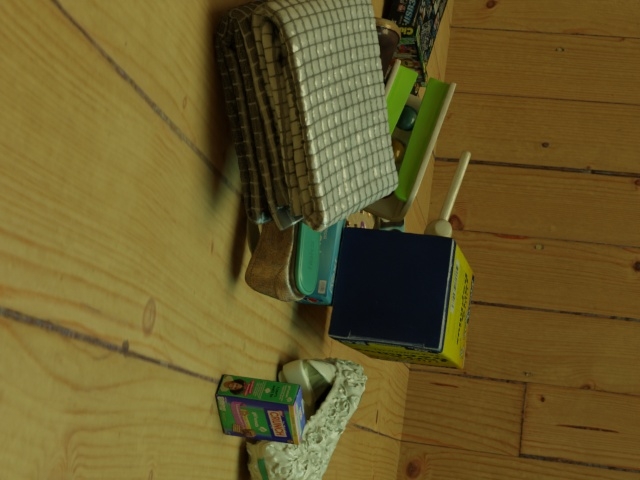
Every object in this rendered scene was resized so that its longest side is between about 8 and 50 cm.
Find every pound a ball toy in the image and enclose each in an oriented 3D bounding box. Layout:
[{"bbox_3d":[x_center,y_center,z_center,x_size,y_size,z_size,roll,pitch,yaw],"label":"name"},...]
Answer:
[{"bbox_3d":[0.169,-0.145,2.032,0.135,0.208,0.319,116,-4,-63],"label":"pound a ball toy"}]

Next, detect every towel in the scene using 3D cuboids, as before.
[{"bbox_3d":[-0.013,-0.166,1.380,0.235,0.121,0.283,-32,116,-56],"label":"towel"}]

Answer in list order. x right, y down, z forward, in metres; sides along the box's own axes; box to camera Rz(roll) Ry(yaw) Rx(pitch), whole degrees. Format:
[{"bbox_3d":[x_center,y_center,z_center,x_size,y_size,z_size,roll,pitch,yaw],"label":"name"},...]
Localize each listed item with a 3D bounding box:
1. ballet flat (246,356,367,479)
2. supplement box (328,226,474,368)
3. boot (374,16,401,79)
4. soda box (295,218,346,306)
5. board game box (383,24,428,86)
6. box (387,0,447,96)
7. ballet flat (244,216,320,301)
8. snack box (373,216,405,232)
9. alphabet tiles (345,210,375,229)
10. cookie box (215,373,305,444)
[{"bbox_3d":[-0.023,0.265,1.762,0.409,0.147,0.147,-61,155,-65],"label":"ballet flat"},{"bbox_3d":[0.156,0.112,1.996,0.356,0.194,0.195,39,58,-72],"label":"supplement box"},{"bbox_3d":[0.079,-0.273,1.995,0.248,0.090,0.206,114,-13,-78],"label":"boot"},{"bbox_3d":[0.000,0.000,1.872,0.071,0.067,0.210,63,35,-70],"label":"soda box"},{"bbox_3d":[0.136,-0.366,2.202,0.259,0.136,0.030,52,48,-73],"label":"board game box"},{"bbox_3d":[0.221,-0.508,2.619,0.295,0.073,0.293,49,58,-73],"label":"box"},{"bbox_3d":[-0.044,-0.072,1.512,0.107,0.106,0.316,45,52,-54],"label":"ballet flat"},{"bbox_3d":[0.126,-0.125,2.294,0.187,0.060,0.322,-113,-161,-58],"label":"snack box"},{"bbox_3d":[0.055,-0.004,2.121,0.284,0.021,0.278,-73,149,-43],"label":"alphabet tiles"},{"bbox_3d":[-0.078,0.226,1.483,0.091,0.107,0.040,84,16,-45],"label":"cookie box"}]
